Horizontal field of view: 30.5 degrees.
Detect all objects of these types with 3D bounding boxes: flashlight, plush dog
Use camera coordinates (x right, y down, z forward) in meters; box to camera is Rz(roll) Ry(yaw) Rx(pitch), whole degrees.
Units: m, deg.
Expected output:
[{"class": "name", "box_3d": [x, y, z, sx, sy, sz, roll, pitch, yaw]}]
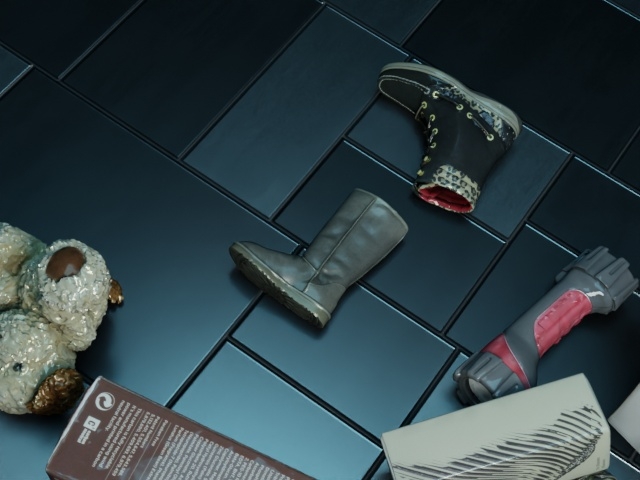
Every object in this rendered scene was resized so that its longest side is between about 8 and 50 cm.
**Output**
[{"class": "flashlight", "box_3d": [0.320, 0.129, 1.625, 0.304, 0.103, 0.103, -36, 97, -22]}, {"class": "plush dog", "box_3d": [-0.373, 0.119, 1.548, 0.262, 0.210, 0.225, 13, 73, 34]}]

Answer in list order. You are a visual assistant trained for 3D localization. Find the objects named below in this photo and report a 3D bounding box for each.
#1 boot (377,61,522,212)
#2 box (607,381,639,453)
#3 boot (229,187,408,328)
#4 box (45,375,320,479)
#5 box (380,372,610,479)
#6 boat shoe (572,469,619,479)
[{"class": "boot", "box_3d": [0.167, -0.159, 1.773, 0.236, 0.085, 0.179, 26, 65, 8]}, {"class": "box", "box_3d": [0.581, 0.158, 1.565, 0.345, 0.215, 0.168, -37, 70, -22]}, {"class": "boot", "box_3d": [-0.001, 0.000, 1.678, 0.189, 0.076, 0.208, 38, 71, -1]}, {"class": "box", "box_3d": [-0.128, 0.329, 1.427, 0.381, 0.191, 0.143, 22, 62, 8]}, {"class": "box", "box_3d": [0.224, 0.268, 1.497, 0.275, 0.113, 0.094, -18, 50, 0]}, {"class": "boat shoe", "box_3d": [0.360, 0.330, 1.533, 0.080, 0.073, 0.223, -40, 72, -22]}]
